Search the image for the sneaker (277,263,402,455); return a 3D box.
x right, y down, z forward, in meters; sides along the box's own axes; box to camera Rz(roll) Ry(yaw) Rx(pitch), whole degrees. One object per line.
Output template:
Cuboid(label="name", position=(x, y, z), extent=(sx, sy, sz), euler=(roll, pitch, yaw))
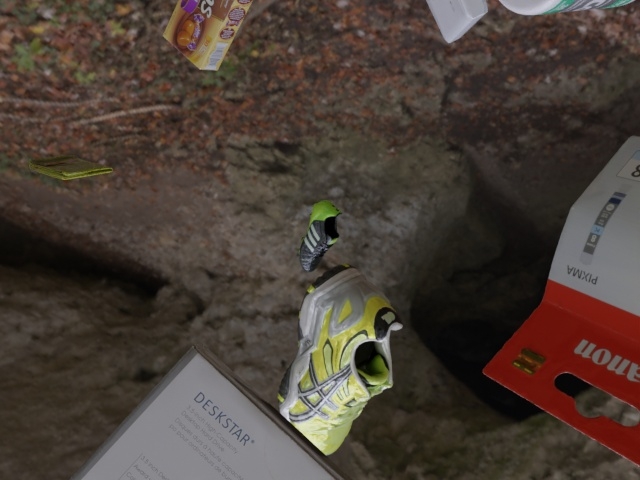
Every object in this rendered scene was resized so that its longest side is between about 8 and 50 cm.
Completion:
Cuboid(label="sneaker", position=(0.032, 0.228, 1.227), extent=(0.147, 0.145, 0.385), euler=(38, 137, 36))

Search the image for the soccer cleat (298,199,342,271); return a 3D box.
Cuboid(label="soccer cleat", position=(0.000, 0.000, 1.615), extent=(0.060, 0.179, 0.072), euler=(-16, -139, -42))

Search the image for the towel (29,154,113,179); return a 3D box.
Cuboid(label="towel", position=(-0.508, -0.151, 1.531), extent=(0.102, 0.021, 0.237), euler=(-16, -161, -32))

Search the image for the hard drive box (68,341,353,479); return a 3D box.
Cuboid(label="hard drive box", position=(-0.091, 0.209, 0.476), extent=(0.181, 0.232, 0.089), euler=(43, 171, 0))

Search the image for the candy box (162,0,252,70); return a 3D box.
Cuboid(label="candy box", position=(-0.186, -0.401, 1.305), extent=(0.109, 0.187, 0.053), euler=(44, -150, 19))

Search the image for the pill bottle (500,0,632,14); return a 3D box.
Cuboid(label="pill bottle", position=(0.505, -0.537, 1.416), extent=(0.361, 0.204, 0.204), euler=(-15, -172, -31))

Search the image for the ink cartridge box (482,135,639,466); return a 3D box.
Cuboid(label="ink cartridge box", position=(0.403, 0.056, 0.903), extent=(0.308, 0.385, 0.091), euler=(28, 160, 52))

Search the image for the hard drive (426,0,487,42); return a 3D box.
Cuboid(label="hard drive", position=(0.262, -0.555, 1.610), extent=(0.233, 0.047, 0.353), euler=(64, -175, -6))
